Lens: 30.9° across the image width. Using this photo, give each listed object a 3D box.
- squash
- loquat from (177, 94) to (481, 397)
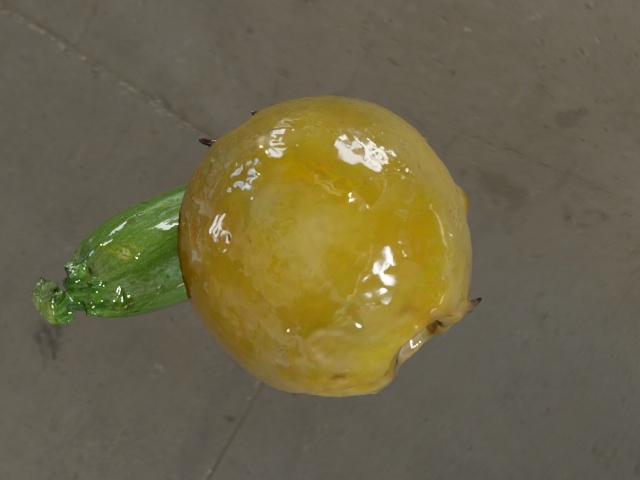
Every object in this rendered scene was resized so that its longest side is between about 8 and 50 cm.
[{"bbox_3d":[-0.094,-0.009,1.042,0.101,0.378,0.101,22,123,39],"label":"squash"},{"bbox_3d":[0.000,0.000,0.896,0.243,0.244,0.244,1,92,19],"label":"loquat"}]
